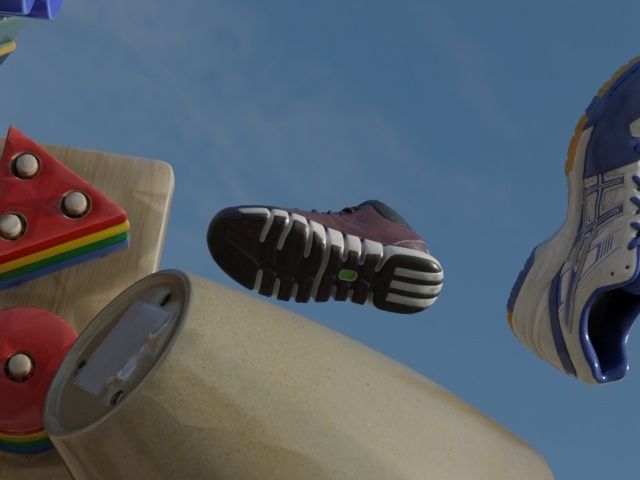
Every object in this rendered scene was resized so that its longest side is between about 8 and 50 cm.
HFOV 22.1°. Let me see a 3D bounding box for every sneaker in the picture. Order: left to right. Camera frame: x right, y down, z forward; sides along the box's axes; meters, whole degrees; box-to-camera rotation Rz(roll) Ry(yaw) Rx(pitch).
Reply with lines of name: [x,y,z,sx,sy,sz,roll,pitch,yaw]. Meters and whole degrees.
sneaker: [0.000,0.000,1.934,0.281,0.162,0.106,16,-64,-12]
sneaker: [0.273,-0.013,1.422,0.131,0.112,0.296,42,-59,50]

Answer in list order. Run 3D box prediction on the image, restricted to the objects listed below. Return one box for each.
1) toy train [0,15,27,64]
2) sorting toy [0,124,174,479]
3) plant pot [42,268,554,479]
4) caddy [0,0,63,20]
toy train: [-0.457,-0.286,1.742,0.190,0.142,0.334,-40,-96,36]
sorting toy: [-0.251,0.031,1.154,0.256,0.257,0.089,8,-24,0]
plant pot: [-0.034,0.149,1.038,0.274,0.256,0.256,43,-29,-25]
caddy: [-0.251,-0.308,1.143,0.179,0.341,0.241,13,5,-1]
